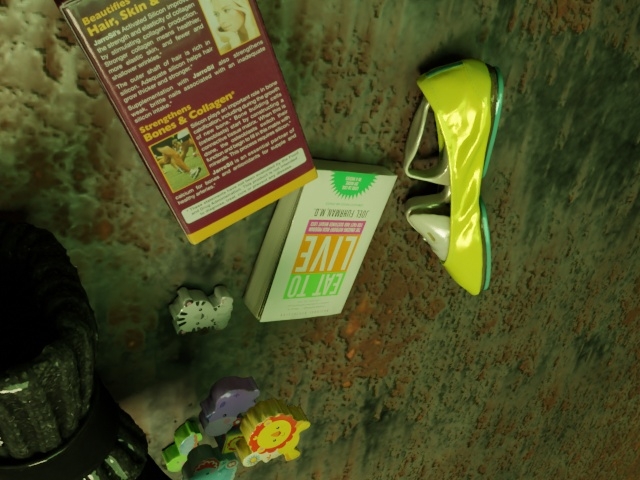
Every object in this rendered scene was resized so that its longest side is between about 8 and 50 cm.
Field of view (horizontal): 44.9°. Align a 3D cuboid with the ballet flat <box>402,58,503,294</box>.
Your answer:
[{"bbox_3d":[0.111,-0.048,0.680,0.077,0.077,0.231,-6,125,-2],"label":"ballet flat"}]

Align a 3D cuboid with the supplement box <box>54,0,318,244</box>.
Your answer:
[{"bbox_3d":[-0.085,-0.104,0.501,0.104,0.081,0.188,-30,133,-9],"label":"supplement box"}]

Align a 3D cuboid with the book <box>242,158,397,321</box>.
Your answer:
[{"bbox_3d":[0.000,0.000,0.669,0.096,0.035,0.144,1,120,-37],"label":"book"}]

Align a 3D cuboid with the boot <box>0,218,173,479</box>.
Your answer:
[{"bbox_3d":[-0.141,0.155,0.504,0.131,0.348,0.260,-43,150,-50],"label":"boot"}]

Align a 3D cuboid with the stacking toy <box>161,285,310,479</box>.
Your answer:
[{"bbox_3d":[-0.087,0.167,0.641,0.052,0.167,0.221,-3,124,-30],"label":"stacking toy"}]
